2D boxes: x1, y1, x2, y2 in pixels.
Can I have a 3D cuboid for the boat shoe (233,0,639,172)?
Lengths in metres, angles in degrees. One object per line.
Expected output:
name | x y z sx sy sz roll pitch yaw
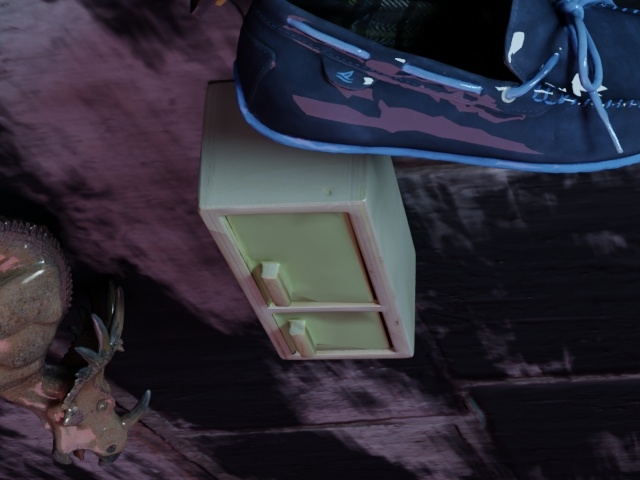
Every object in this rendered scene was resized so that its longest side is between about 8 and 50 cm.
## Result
boat shoe | 0.090 -0.088 0.696 0.258 0.109 0.089 -6 139 -13

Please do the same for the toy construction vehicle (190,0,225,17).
toy construction vehicle | -0.022 -0.126 0.725 0.086 0.035 0.098 19 152 -32

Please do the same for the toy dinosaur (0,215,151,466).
toy dinosaur | -0.229 0.050 1.060 0.200 0.127 0.295 -2 145 -8

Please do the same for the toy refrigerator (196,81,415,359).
toy refrigerator | 0.000 0.000 0.939 0.102 0.094 0.269 -2 157 9
